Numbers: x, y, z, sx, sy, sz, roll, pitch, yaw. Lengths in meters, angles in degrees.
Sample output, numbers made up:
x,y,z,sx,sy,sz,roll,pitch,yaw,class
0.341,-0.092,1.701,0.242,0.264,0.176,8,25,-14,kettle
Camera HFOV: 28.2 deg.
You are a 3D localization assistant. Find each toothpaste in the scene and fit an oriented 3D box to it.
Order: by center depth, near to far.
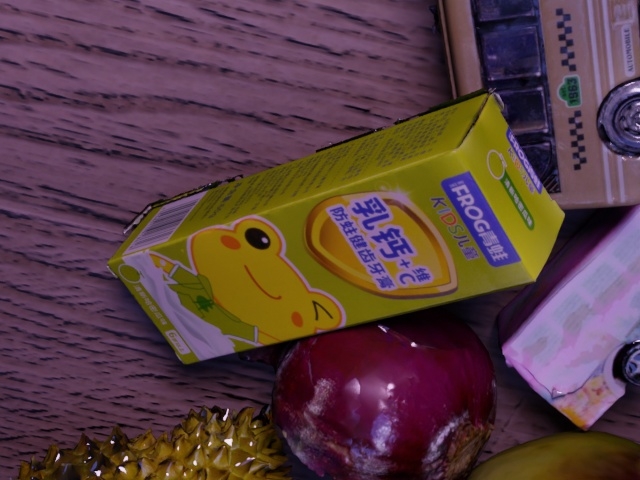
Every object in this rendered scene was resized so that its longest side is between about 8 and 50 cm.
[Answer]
x,y,z,sx,sy,sz,roll,pitch,yaw,class
0.000,0.000,0.896,0.327,0.077,0.110,-16,117,36,toothpaste

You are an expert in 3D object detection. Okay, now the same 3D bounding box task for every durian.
x,y,z,sx,sy,sz,roll,pitch,yaw,class
-0.141,0.257,0.999,0.293,0.258,0.258,-30,110,8,durian

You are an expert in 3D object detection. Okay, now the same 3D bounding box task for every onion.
x,y,z,sx,sy,sz,roll,pitch,yaw,class
0.031,0.101,0.980,0.218,0.195,0.139,33,108,31,onion

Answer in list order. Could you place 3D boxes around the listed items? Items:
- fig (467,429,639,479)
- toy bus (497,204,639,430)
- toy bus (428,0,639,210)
x,y,z,sx,sy,sz,roll,pitch,yaw,class
0.186,0.271,1.009,0.271,0.239,0.239,-14,116,35,fig
0.259,0.016,0.964,0.112,0.090,0.274,38,108,-9,toy bus
0.148,-0.168,0.859,0.157,0.139,0.289,-7,117,9,toy bus
